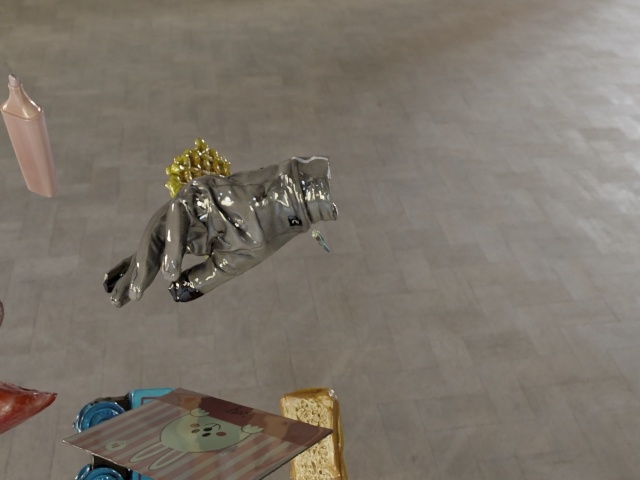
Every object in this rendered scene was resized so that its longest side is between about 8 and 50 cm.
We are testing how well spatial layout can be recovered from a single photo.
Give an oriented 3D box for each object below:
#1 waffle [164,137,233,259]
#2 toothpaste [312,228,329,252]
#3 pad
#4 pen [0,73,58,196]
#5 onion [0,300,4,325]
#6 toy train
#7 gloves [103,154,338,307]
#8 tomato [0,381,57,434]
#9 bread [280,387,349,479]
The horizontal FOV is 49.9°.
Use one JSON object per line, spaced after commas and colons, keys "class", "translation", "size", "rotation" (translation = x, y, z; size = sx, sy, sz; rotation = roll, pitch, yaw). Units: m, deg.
{"class": "waffle", "translation": [-0.246, -0.091, 1.487], "size": [0.058, 0.238, 0.243], "rotation": [-5, 39, 23]}
{"class": "toothpaste", "translation": [0.000, 0.000, 1.613], "size": [0.019, 0.083, 0.027], "rotation": [-40, 50, -5]}
{"class": "pad", "translation": [-0.160, 0.249, 0.878], "size": [0.299, 0.005, 0.202], "rotation": [4, 13, 39]}
{"class": "pen", "translation": [-0.374, -0.133, 0.884], "size": [0.053, 0.197, 0.032], "rotation": [21, 52, 7]}
{"class": "onion", "translation": [-0.632, 0.080, 1.118], "size": [0.229, 0.164, 0.230], "rotation": [14, 8, -2]}
{"class": "toy train", "translation": [-0.425, 0.494, 1.575], "size": [0.265, 0.188, 0.300], "rotation": [2, 77, -22]}
{"class": "gloves", "translation": [-0.107, -0.007, 0.761], "size": [0.285, 0.142, 0.119], "rotation": [-27, 44, -6]}
{"class": "tomato", "translation": [-0.528, 0.272, 1.105], "size": [0.189, 0.173, 0.099], "rotation": [11, 75, 5]}
{"class": "bread", "translation": [-0.015, 0.455, 1.487], "size": [0.139, 0.271, 0.077], "rotation": [-8, 5, 14]}
